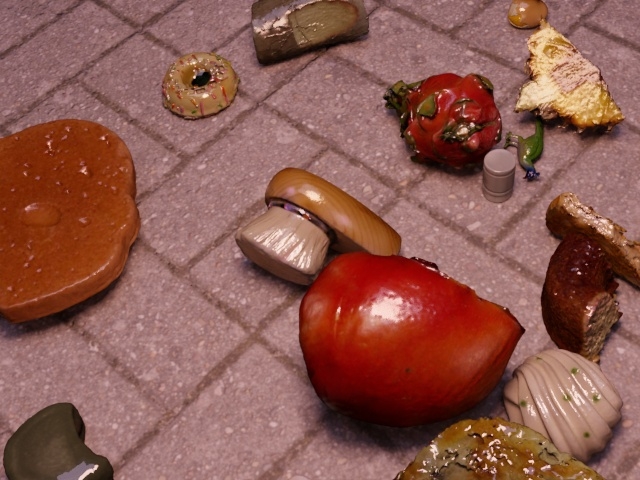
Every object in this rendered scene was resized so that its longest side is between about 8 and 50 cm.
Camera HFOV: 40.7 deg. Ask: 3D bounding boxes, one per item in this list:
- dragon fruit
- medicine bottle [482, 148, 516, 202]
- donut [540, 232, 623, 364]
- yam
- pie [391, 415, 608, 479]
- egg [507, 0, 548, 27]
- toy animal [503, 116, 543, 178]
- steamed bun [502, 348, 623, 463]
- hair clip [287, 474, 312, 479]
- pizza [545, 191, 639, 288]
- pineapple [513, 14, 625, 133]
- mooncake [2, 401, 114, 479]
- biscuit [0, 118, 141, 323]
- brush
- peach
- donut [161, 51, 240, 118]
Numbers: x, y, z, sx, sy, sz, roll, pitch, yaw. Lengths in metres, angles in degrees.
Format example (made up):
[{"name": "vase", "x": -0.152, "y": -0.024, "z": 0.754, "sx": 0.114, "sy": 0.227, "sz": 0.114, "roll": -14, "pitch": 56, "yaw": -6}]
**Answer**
[{"name": "dragon fruit", "x": 0.216, "y": -0.232, "z": 1.626, "sx": 0.269, "sy": 0.198, "sz": 0.200, "roll": 22, "pitch": 18, "yaw": 23}, {"name": "medicine bottle", "x": 0.328, "y": -0.118, "z": 1.592, "sx": 0.058, "sy": 0.091, "sz": 0.058, "roll": -4, "pitch": 54, "yaw": 5}, {"name": "donut", "x": 0.418, "y": 0.093, "z": 1.415, "sx": 0.144, "sy": 0.126, "sz": 0.187, "roll": 22, "pitch": 60, "yaw": 30}, {"name": "yam", "x": -0.033, "y": -0.485, "z": 1.878, "sx": 0.254, "sy": 0.154, "sz": 0.154, "roll": -18, "pitch": 54, "yaw": -1}, {"name": "pie", "x": 0.223, "y": 0.459, "z": 1.142, "sx": 0.395, "sy": 0.180, "sz": 0.418, "roll": 25, "pitch": 68, "yaw": 22}, {"name": "egg", "x": 0.447, "y": -0.492, "z": 1.860, "sx": 0.083, "sy": 0.071, "sz": 0.071, "roll": 14, "pitch": 57, "yaw": 3}, {"name": "toy animal", "x": 0.398, "y": -0.206, "z": 1.680, "sx": 0.075, "sy": 0.041, "sz": 0.217, "roll": 8, "pitch": 52, "yaw": 12}, {"name": "steamed bun", "x": 0.372, "y": 0.246, "z": 1.317, "sx": 0.182, "sy": 0.106, "sz": 0.183, "roll": -4, "pitch": 56, "yaw": 6}, {"name": "hair clip", "x": -0.066, "y": 0.446, "z": 1.258, "sx": 0.257, "sy": 0.075, "sz": 0.146, "roll": -30, "pitch": 60, "yaw": -8}, {"name": "pizza", "x": 0.478, "y": -0.009, "z": 1.458, "sx": 0.226, "sy": 0.147, "sz": 0.069, "roll": 37, "pitch": 79, "yaw": 29}, {"name": "pineapple", "x": 0.461, "y": -0.282, "z": 1.680, "sx": 0.164, "sy": 0.140, "sz": 0.250, "roll": -45, "pitch": 80, "yaw": 12}, {"name": "mooncake", "x": -0.402, "y": 0.344, "z": 1.353, "sx": 0.168, "sy": 0.104, "sz": 0.175, "roll": -9, "pitch": 51, "yaw": 6}, {"name": "biscuit", "x": -0.505, "y": -0.048, "z": 1.615, "sx": 0.349, "sy": 0.078, "sz": 0.455, "roll": -3, "pitch": 53, "yaw": 10}, {"name": "brush", "x": 0.000, "y": 0.000, "z": 1.520, "sx": 0.266, "sy": 0.174, "sz": 0.166, "roll": 26, "pitch": 74, "yaw": 6}, {"name": "peach", "x": 0.136, "y": 0.142, "z": 1.324, "sx": 0.338, "sy": 0.281, "sz": 0.281, "roll": -12, "pitch": 54, "yaw": 4}, {"name": "donut", "x": -0.260, "y": -0.337, "z": 1.846, "sx": 0.174, "sy": 0.068, "sz": 0.175, "roll": -4, "pitch": 53, "yaw": 5}]
